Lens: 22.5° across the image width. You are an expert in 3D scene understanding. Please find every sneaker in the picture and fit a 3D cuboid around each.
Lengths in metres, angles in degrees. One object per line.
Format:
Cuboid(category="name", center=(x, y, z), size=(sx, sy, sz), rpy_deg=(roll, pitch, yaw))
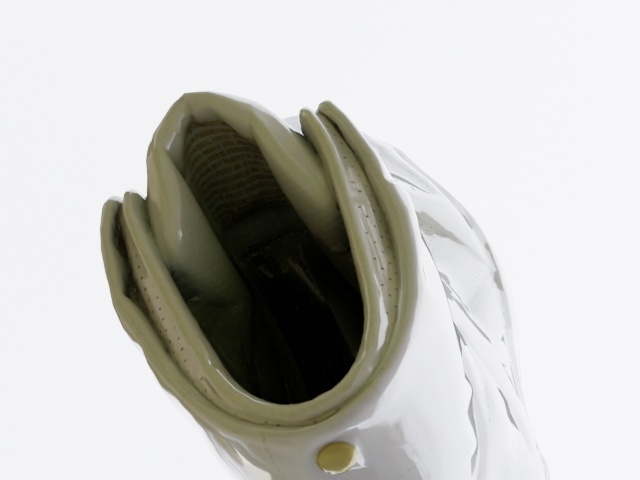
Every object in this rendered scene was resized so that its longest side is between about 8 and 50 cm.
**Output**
Cuboid(category="sneaker", center=(0.000, 0.000, 0.522), size=(0.108, 0.169, 0.292), rpy_deg=(-25, -144, 3))
